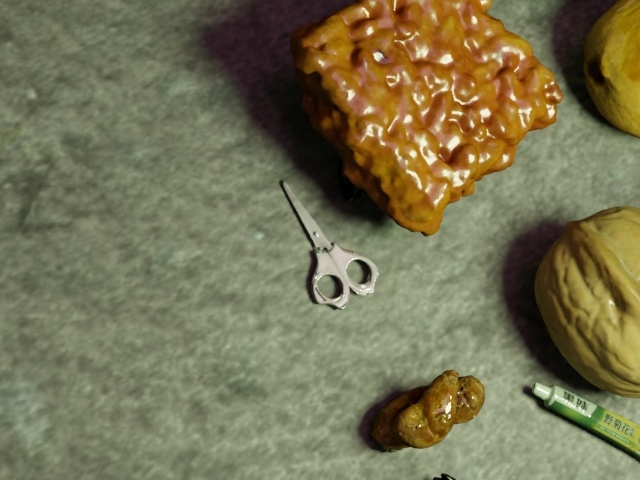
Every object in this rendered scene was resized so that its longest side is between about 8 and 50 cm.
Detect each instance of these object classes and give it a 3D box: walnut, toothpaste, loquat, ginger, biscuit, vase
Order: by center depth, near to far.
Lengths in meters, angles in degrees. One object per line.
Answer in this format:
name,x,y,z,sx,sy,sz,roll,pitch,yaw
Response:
ginger,0.145,0.208,1.637,0.162,0.103,0.073,-26,92,-28
biscuit,0.134,-0.201,1.695,0.312,0.110,0.318,-40,95,-23
walnut,0.406,0.081,1.722,0.225,0.225,0.261,-31,79,-27
vase,0.110,-0.087,1.750,0.167,0.059,0.059,-6,75,-22
toothpaste,0.371,0.241,1.752,0.204,0.031,0.049,28,65,-13
loquat,0.496,-0.256,1.879,0.238,0.193,0.238,9,62,-17

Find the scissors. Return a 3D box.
scissors,0.000,0.000,1.704,0.100,0.015,0.189,-28,83,-24

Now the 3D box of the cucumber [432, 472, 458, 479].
cucumber,0.200,0.339,1.653,0.135,0.033,0.034,41,25,-4
